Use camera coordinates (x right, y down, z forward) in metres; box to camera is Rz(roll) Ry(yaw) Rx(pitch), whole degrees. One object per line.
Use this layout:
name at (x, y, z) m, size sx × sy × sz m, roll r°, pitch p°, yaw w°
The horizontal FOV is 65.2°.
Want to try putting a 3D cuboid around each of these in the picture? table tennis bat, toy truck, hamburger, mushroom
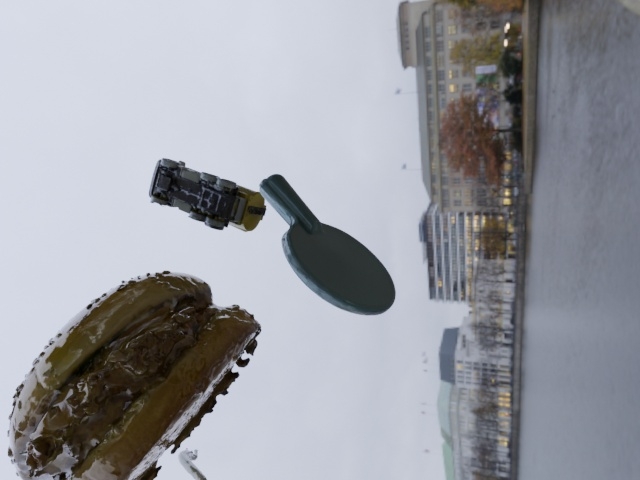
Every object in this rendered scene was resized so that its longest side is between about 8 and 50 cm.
table tennis bat at (0.000, 0.000, 0.631) m, size 0.153 × 0.244 × 0.040 m, roll -5°, pitch -44°, yaw -50°
toy truck at (-0.225, -0.087, 0.993) m, size 0.114 × 0.227 × 0.098 m, roll 1°, pitch -72°, yaw -65°
hamburger at (-0.320, 0.233, 0.797) m, size 0.445 × 0.268 × 0.287 m, roll -49°, pitch -8°, yaw -11°
mushroom at (-0.263, 0.470, 1.041) m, size 0.043 × 0.306 × 0.068 m, roll -26°, pitch -84°, yaw -22°
